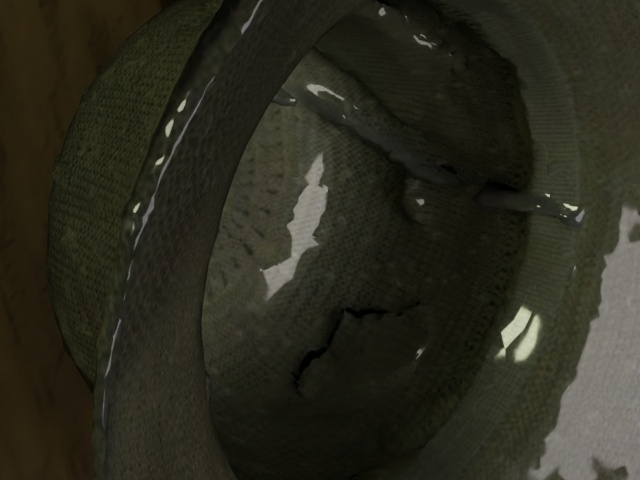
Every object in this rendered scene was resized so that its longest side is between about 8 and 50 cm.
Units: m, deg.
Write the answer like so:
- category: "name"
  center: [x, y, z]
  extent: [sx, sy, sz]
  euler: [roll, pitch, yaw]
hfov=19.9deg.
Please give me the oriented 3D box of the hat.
- category: "hat"
  center: [0.000, 0.000, 0.498]
  extent: [0.257, 0.130, 0.257]
  euler: [-21, 121, -41]
